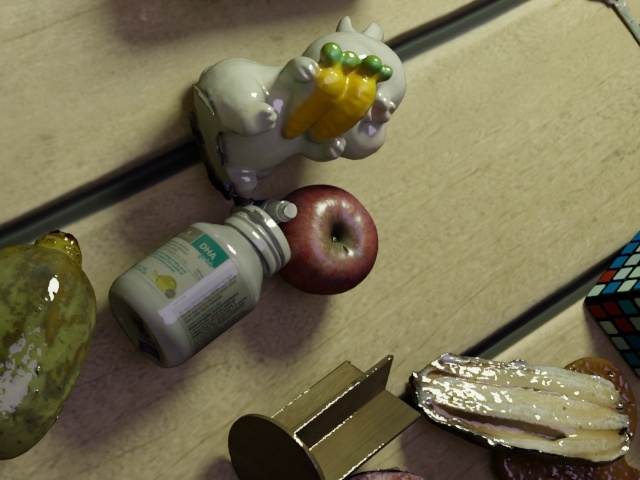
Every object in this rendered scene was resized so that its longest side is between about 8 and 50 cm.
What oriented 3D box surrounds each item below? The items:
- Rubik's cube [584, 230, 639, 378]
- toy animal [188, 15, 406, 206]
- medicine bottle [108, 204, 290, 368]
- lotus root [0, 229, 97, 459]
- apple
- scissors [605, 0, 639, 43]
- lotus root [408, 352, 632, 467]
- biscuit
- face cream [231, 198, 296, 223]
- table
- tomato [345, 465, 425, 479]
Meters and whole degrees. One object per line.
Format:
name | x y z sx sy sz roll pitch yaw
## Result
Rubik's cube | 0.559 0.096 2.116 0.184 0.182 0.187 -47 107 -26
toy animal | -0.014 -0.184 1.780 0.310 0.247 0.183 -25 113 -17
medicine bottle | -0.146 0.050 1.703 0.215 0.135 0.135 -38 103 -22
lotus root | -0.359 0.113 1.574 0.173 0.173 0.309 33 60 -24
apple | 0.000 0.000 1.822 0.153 0.120 0.153 8 74 -28
scissors | 0.494 -0.389 2.234 0.110 0.021 0.212 -45 106 -26
lotus root | 0.280 0.256 1.957 0.329 0.078 0.167 12 46 -8
biscuit | 0.372 0.385 2.032 0.283 0.064 0.432 19 72 -18
face cream | -0.071 -0.037 1.773 0.034 0.130 0.034 0 90 -32
table | 0.015 0.248 1.790 0.227 0.167 0.167 -33 101 -40
tomato | 0.074 0.415 1.833 0.225 0.085 0.225 3 83 -28
